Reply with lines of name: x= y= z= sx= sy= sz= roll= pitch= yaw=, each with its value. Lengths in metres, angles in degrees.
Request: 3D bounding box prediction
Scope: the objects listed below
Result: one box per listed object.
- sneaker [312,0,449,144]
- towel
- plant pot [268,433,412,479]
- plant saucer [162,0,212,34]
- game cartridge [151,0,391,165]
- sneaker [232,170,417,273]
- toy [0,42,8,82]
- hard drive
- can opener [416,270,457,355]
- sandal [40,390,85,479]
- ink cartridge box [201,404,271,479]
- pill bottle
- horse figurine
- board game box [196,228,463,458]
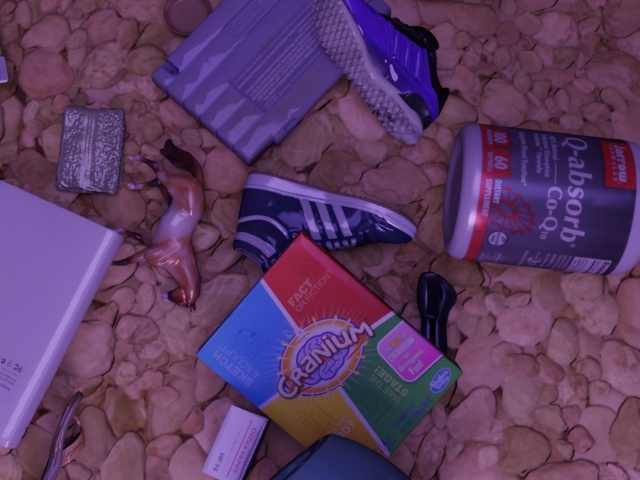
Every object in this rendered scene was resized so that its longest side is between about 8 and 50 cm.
sneaker: x=0.108 y=-0.310 z=1.473 sx=0.146 sy=0.102 sz=0.293 roll=-44 pitch=114 yaw=-18
towel: x=-0.372 y=-0.148 z=1.498 sx=0.110 sy=0.027 sz=0.148 roll=3 pitch=78 yaw=-1
plant pot: x=0.019 y=0.406 z=1.230 sx=0.293 sy=0.293 sz=0.235 roll=-40 pitch=86 yaw=-8
plant saucer: x=-0.224 y=-0.383 z=1.554 sx=0.083 sy=0.015 sz=0.084 roll=0 pitch=79 yaw=-2
game cartridge: x=-0.076 y=-0.317 z=1.524 sx=0.230 sy=0.068 sz=0.355 roll=42 pitch=81 yaw=3
sneaker: x=0.000 y=0.000 z=1.439 sx=0.282 sy=0.099 sz=0.153 roll=16 pitch=77 yaw=6
toy: x=-0.638 y=-0.293 z=1.508 sx=0.237 sy=0.056 sz=0.137 roll=-12 pitch=75 yaw=-9
hard drive: x=-0.483 y=0.105 z=1.413 sx=0.232 sy=0.047 sz=0.353 roll=23 pitch=81 yaw=15
can opener: x=0.175 y=0.141 z=1.439 sx=0.073 sy=0.059 sz=0.186 roll=1 pitch=88 yaw=-28
sandal: x=-0.382 y=0.316 z=1.386 sx=0.049 sy=0.072 sz=0.180 roll=16 pitch=80 yaw=-14
ink cartridge box: x=-0.120 y=0.296 z=1.335 sx=0.060 sy=0.180 sz=0.104 roll=23 pitch=78 yaw=3
pill bottle: x=0.380 y=-0.058 z=1.403 sx=0.362 sy=0.210 sz=0.210 roll=6 pitch=78 yaw=0
horse figurine: x=-0.247 y=-0.036 z=1.459 sx=0.174 sy=0.066 sz=0.264 roll=15 pitch=81 yaw=9
board game box: x=0.013 y=0.177 z=1.369 sx=0.316 sy=0.064 sz=0.242 roll=40 pitch=93 yaw=-4
